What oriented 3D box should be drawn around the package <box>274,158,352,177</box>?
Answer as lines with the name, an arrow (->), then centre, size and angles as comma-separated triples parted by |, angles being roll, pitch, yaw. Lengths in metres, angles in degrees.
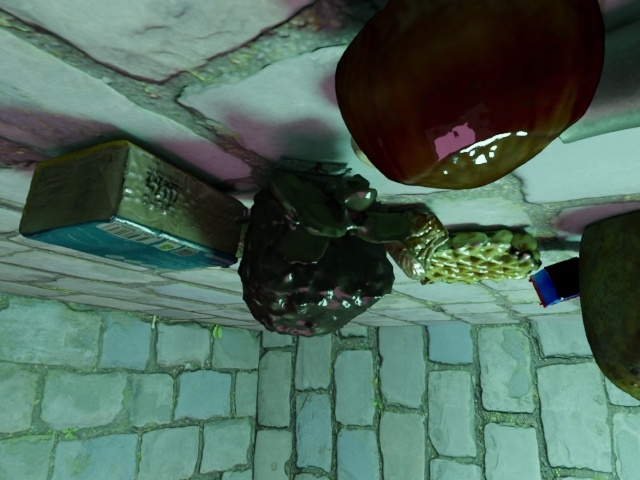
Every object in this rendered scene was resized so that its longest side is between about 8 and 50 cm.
package -> -0.010, -0.104, 0.743 | 0.111, 0.015, 0.037 | 4, 164, -16

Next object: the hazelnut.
hazelnut -> 0.116, -0.128, 0.405 | 0.202, 0.160, 0.170 | -29, 153, 8

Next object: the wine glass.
wine glass -> 0.304, -0.145, 0.400 | 0.231, 0.103, 0.103 | -7, 163, 41

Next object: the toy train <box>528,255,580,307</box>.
toy train -> 0.575, 0.079, 1.122 | 0.204, 0.082, 0.131 | -18, 161, -3

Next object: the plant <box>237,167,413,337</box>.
plant -> 0.000, 0.000, 0.754 | 0.216, 0.213, 0.312 | 1, 143, -17

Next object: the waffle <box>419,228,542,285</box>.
waffle -> 0.337, 0.042, 1.145 | 0.298, 0.073, 0.317 | -3, 162, 19

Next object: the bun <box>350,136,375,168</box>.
bun -> 0.091, -0.122, 0.565 | 0.115, 0.069, 0.115 | 3, 165, 1

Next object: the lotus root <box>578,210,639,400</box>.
lotus root -> 0.618, 0.126, 0.940 | 0.251, 0.345, 0.250 | -1, 172, 0

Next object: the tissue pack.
tissue pack -> -0.267, -0.041, 0.778 | 0.193, 0.133, 0.271 | -5, 163, 25

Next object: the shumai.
shumai -> 0.176, -0.004, 0.943 | 0.116, 0.145, 0.145 | -38, 159, 2

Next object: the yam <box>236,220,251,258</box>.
yam -> -0.144, -0.003, 1.016 | 0.179, 0.078, 0.078 | -8, 162, 32
